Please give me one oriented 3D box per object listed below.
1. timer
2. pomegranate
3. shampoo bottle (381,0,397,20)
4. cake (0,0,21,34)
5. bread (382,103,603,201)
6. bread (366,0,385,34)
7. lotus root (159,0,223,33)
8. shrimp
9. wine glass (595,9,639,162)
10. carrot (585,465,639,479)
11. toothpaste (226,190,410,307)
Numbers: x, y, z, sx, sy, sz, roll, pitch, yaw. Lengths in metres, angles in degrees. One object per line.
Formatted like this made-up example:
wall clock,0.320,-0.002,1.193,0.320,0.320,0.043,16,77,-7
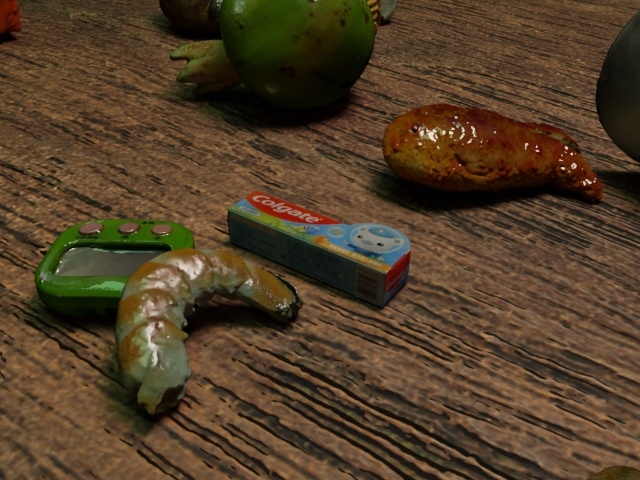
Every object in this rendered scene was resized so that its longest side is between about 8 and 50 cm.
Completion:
timer,-0.196,0.026,0.668,0.140,0.047,0.128,1,33,2
pomegranate,-0.071,-0.284,0.994,0.302,0.236,0.236,-23,29,21
shampoo bottle,0.082,-0.515,1.402,0.118,0.087,0.234,-2,35,-4
cake,-0.719,-0.486,1.201,0.269,0.270,0.319,-29,45,-34
bread,0.203,-0.111,0.823,0.269,0.095,0.139,0,42,-6
bread,0.005,-0.400,1.156,0.104,0.199,0.199,-28,44,-31
lotus root,-0.225,-0.442,1.278,0.120,0.120,0.209,-27,44,-33
shrimp,-0.091,0.078,0.592,0.166,0.049,0.161,10,51,-23
wine glass,0.426,-0.061,0.628,0.267,0.267,0.406,4,39,6
carrot,0.082,0.228,0.368,0.342,0.070,0.070,-25,42,-29
toothpaste,0.000,0.000,0.706,0.193,0.044,0.070,22,39,28
